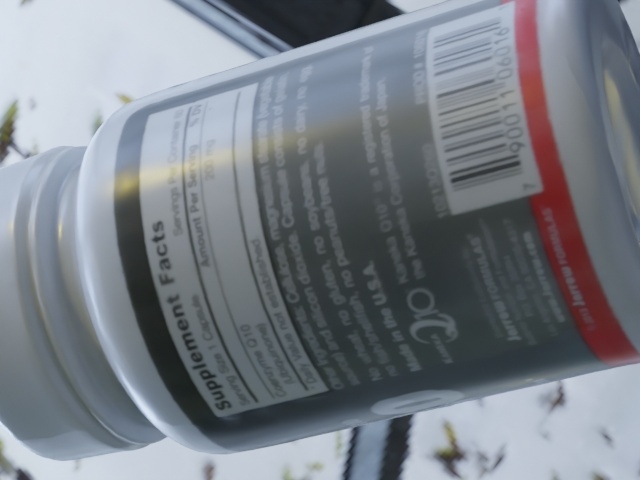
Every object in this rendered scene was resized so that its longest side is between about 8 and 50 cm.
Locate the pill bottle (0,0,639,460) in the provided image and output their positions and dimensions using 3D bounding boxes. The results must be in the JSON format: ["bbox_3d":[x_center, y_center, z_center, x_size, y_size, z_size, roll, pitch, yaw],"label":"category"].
[{"bbox_3d":[0.000,0.000,0.723,0.283,0.161,0.161,-15,-40,21],"label":"pill bottle"}]
